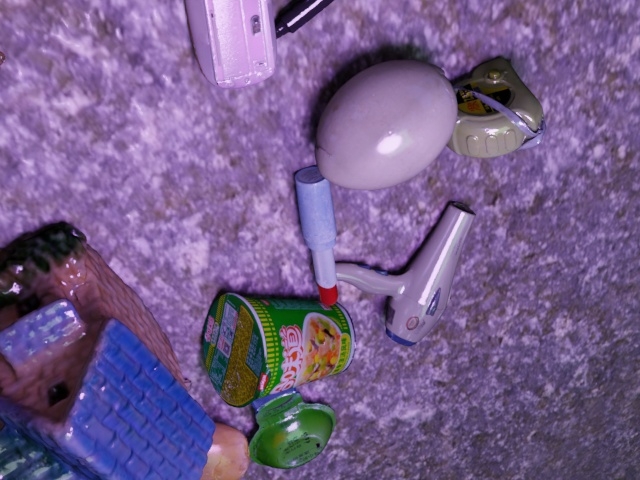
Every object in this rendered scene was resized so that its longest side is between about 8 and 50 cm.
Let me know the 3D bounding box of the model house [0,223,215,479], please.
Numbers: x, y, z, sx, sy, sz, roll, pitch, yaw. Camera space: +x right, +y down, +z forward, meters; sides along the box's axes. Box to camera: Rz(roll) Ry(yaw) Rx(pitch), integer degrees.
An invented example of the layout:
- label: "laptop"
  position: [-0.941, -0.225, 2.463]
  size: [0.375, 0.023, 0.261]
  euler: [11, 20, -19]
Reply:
- label: "model house"
  position: [-0.429, 0.291, 1.336]
  size: [0.445, 0.400, 0.395]
  euler: [-30, 138, -4]

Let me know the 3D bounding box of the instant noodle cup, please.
- label: "instant noodle cup"
  position: [-0.065, 0.193, 1.615]
  size: [0.232, 0.207, 0.207]
  euler: [-1, 126, -38]

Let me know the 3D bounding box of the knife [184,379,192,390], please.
- label: "knife"
  position: [-0.406, 0.353, 1.650]
  size: [0.365, 0.043, 0.089]
  euler: [-29, 168, -9]

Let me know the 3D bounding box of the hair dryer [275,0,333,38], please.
- label: "hair dryer"
  position: [0.031, -0.364, 1.296]
  size: [0.248, 0.071, 0.114]
  euler: [-39, 135, 9]

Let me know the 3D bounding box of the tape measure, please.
- label: "tape measure"
  position: [0.284, -0.211, 1.482]
  size: [0.175, 0.200, 0.106]
  euler: [-20, 135, -3]

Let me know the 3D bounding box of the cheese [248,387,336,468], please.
- label: "cheese"
  position: [-0.067, 0.388, 1.842]
  size: [0.203, 0.083, 0.320]
  euler: [-25, 137, -7]

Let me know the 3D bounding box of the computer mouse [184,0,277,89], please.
- label: "computer mouse"
  position: [-0.125, -0.331, 1.233]
  size: [0.125, 0.056, 0.245]
  euler: [-18, 128, -15]

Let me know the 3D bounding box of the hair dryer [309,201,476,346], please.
- label: "hair dryer"
  position: [0.172, 0.032, 1.693]
  size: [0.298, 0.119, 0.296]
  euler: [39, 95, -31]

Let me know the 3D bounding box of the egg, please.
- label: "egg"
  position: [0.102, -0.181, 1.397]
  size: [0.253, 0.186, 0.186]
  euler: [-40, 135, 2]

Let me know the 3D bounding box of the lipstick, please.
- label: "lipstick"
  position: [0.000, 0.000, 1.559]
  size: [0.061, 0.068, 0.274]
  euler: [-19, 127, -15]

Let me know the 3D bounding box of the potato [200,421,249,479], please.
- label: "potato"
  position: [-0.255, 0.432, 1.733]
  size: [0.233, 0.146, 0.150]
  euler: [-1, 82, -14]

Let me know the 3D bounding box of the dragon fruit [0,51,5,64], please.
- label: "dragon fruit"
  position: [-0.478, -0.170, 1.076]
  size: [0.147, 0.211, 0.282]
  euler: [16, 143, -31]
